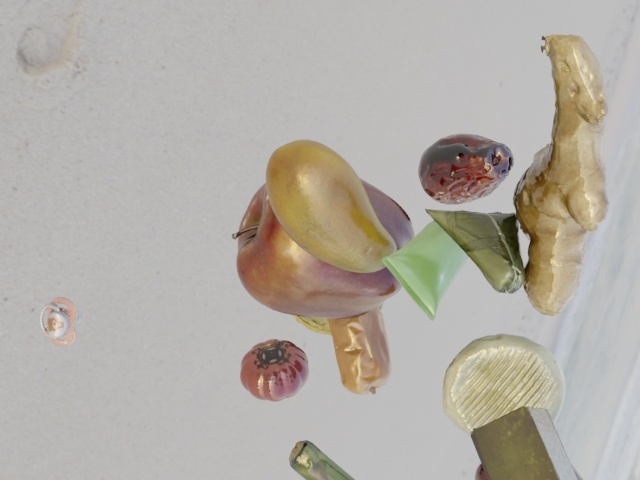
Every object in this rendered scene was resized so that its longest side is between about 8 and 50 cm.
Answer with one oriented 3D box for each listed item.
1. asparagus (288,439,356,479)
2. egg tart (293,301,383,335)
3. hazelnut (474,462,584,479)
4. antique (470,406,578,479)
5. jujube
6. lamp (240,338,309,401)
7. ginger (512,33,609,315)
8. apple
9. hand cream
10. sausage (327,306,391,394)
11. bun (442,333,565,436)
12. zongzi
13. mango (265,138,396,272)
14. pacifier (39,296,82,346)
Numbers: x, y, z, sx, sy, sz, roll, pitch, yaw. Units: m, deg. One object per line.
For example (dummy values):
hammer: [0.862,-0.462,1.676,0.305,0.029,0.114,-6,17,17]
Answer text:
asparagus: [0.058,0.464,1.199,0.067,0.277,0.060,-51,180,20]
egg tart: [0.022,0.123,2.088,0.169,0.388,0.388,-15,119,-66]
hazelnut: [0.414,0.509,1.295,0.181,0.212,0.181,-12,166,-18]
antique: [0.262,0.310,0.767,0.081,0.221,0.080,-33,149,26]
jujube: [0.314,-0.158,1.430,0.168,0.236,0.168,1,88,-24]
lamp: [-0.117,0.338,1.713,0.182,0.182,0.140,-39,136,-41]
ginger: [0.254,-0.061,0.702,0.334,0.081,0.148,82,11,-50]
apple: [0.000,0.000,1.223,0.288,0.317,0.288,-163,-90,-79]
hand cream: [0.143,0.024,0.851,0.046,0.095,0.175,-38,-179,42]
sausage: [0.095,0.251,1.603,0.120,0.136,0.241,41,40,-79]
bun: [0.343,0.280,1.258,0.133,0.231,0.231,9,100,-74]
zongzi: [0.178,0.009,0.774,0.052,0.113,0.104,103,-6,-48]
mango: [0.012,-0.040,0.934,0.227,0.136,0.099,47,30,-12]
pacifier: [-0.503,0.155,1.307,0.078,0.081,0.099,-22,123,-69]
